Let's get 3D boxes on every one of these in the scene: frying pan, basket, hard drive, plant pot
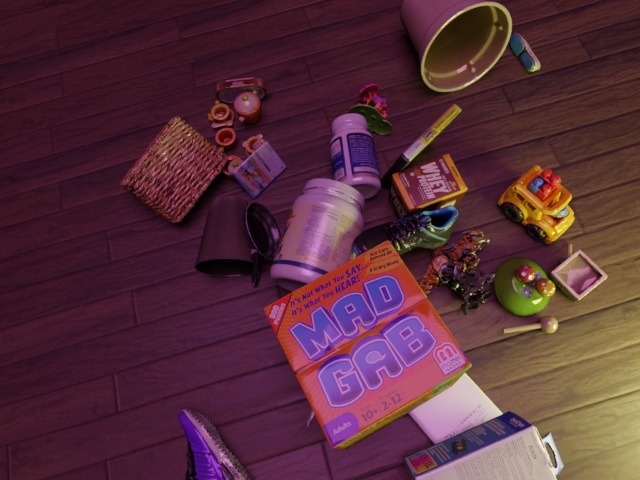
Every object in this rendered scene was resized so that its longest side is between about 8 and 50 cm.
[{"bbox_3d":[-0.177,0.030,1.481,0.053,0.197,0.327,-21,59,22],"label":"frying pan"},{"bbox_3d":[-0.296,-0.016,1.530,0.204,0.154,0.227,3,65,-16],"label":"basket"},{"bbox_3d":[0.363,0.472,1.368,0.203,0.040,0.307,-39,72,-10],"label":"hard drive"},{"bbox_3d":[0.443,-0.758,1.681,0.333,0.334,0.306,-20,59,-4],"label":"plant pot"},{"bbox_3d":[-0.502,-0.236,1.622,0.223,0.213,0.299,39,80,-25],"label":"basket"}]

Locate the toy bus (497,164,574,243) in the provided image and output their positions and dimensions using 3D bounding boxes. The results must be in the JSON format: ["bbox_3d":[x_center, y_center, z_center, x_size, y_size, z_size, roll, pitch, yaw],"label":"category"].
[{"bbox_3d":[0.695,-0.125,1.471,0.149,0.211,0.220,-41,74,-12],"label":"toy bus"}]

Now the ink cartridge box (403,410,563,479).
[{"bbox_3d":[0.451,0.628,1.218,0.394,0.151,0.270,-21,88,-3],"label":"ink cartridge box"}]

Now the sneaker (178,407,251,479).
[{"bbox_3d":[-0.334,0.614,1.330,0.146,0.102,0.293,-41,73,-10],"label":"sneaker"}]

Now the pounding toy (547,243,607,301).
[{"bbox_3d":[0.778,0.093,1.458,0.130,0.100,0.141,-41,70,5],"label":"pounding toy"}]

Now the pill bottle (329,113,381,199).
[{"bbox_3d":[0.111,-0.279,1.593,0.153,0.153,0.265,-7,70,1],"label":"pill bottle"}]

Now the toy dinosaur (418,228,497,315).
[{"bbox_3d":[0.412,0.106,1.466,0.218,0.164,0.322,42,96,31],"label":"toy dinosaur"}]

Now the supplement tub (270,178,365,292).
[{"bbox_3d":[0.000,0.000,1.457,0.235,0.235,0.325,15,72,9],"label":"supplement tub"}]

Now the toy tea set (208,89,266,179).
[{"bbox_3d":[-0.288,-0.381,1.670,0.199,0.124,0.337,-14,70,-1],"label":"toy tea set"}]

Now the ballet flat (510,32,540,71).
[{"bbox_3d":[0.758,-0.693,1.761,0.052,0.057,0.169,-10,71,-30],"label":"ballet flat"}]

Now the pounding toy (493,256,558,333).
[{"bbox_3d":[0.626,0.152,1.411,0.182,0.110,0.237,1,73,-9],"label":"pounding toy"}]

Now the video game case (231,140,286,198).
[{"bbox_3d":[-0.208,-0.242,1.632,0.166,0.119,0.015,-46,31,-12],"label":"video game case"}]

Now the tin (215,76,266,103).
[{"bbox_3d":[-0.290,-0.547,1.742,0.189,0.106,0.040,-6,78,2],"label":"tin"}]

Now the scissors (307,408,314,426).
[{"bbox_3d":[0.031,0.408,1.422,0.108,0.021,0.298,8,70,5],"label":"scissors"}]

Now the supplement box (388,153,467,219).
[{"bbox_3d":[0.331,-0.145,1.509,0.191,0.194,0.129,-21,70,-4],"label":"supplement box"}]

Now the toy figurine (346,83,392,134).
[{"bbox_3d":[0.190,-0.481,1.694,0.173,0.130,0.159,22,62,-12],"label":"toy figurine"}]

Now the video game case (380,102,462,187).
[{"bbox_3d":[0.311,-0.296,1.523,0.035,0.275,0.248,45,78,2],"label":"video game case"}]

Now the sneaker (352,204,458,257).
[{"bbox_3d":[0.250,-0.030,1.395,0.340,0.140,0.125,-16,63,-23],"label":"sneaker"}]

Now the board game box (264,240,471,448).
[{"bbox_3d":[0.118,0.289,1.248,0.356,0.356,0.357,-29,65,-5],"label":"board game box"}]
